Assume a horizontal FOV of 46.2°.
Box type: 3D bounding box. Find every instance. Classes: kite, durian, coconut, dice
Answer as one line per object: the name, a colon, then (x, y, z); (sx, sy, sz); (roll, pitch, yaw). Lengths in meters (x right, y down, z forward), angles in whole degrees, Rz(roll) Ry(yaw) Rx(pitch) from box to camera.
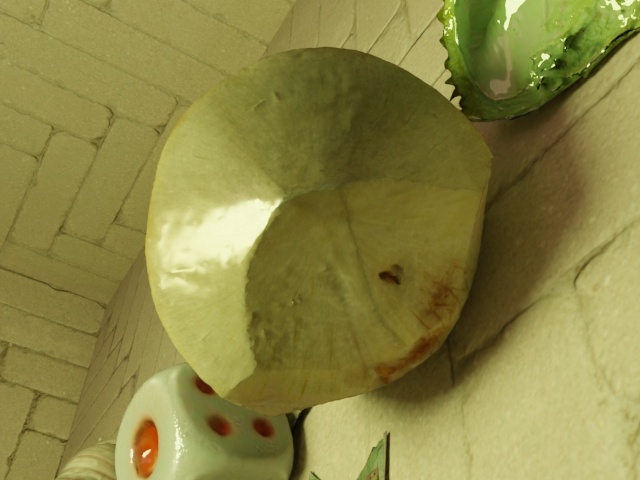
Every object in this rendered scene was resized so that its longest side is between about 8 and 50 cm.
kite: (0.024, 0.322, 0.876); (0.229, 0.012, 0.250); (-63, 20, -1)
durian: (0.255, -0.284, 0.782); (0.394, 0.163, 0.198); (-34, 39, 45)
coconut: (0.000, 0.000, 0.821); (0.415, 0.345, 0.415); (9, -90, -87)
dice: (-0.165, 0.296, 1.058); (0.194, 0.192, 0.193); (-59, 41, 23)

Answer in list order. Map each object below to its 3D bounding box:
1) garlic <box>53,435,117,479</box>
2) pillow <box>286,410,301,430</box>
garlic: (-0.298, 0.457, 1.142); (0.322, 0.241, 0.321); (-4, -90, -88)
pillow: (-0.033, 0.202, 1.108); (0.232, 0.038, 0.130); (-62, 28, 18)
